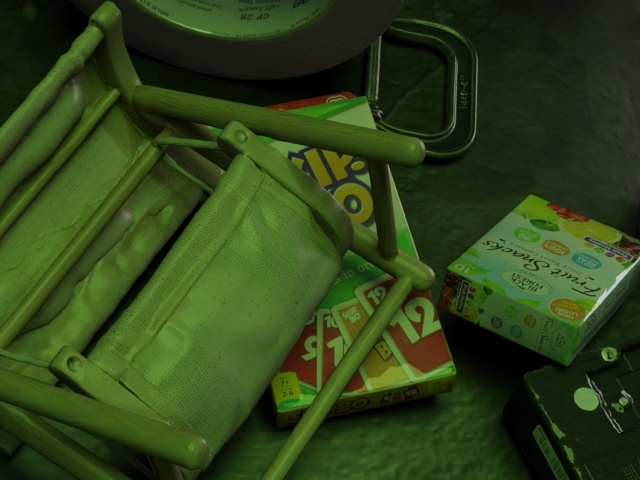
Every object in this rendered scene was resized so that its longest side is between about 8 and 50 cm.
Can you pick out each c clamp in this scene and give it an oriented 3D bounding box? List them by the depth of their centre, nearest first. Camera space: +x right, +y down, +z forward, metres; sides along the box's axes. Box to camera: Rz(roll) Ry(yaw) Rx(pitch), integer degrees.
[{"bbox_3d":[0.059,-0.131,1.231,0.137,0.022,0.161,8,54,-14],"label":"c clamp"}]

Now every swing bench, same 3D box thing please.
[{"bbox_3d":[-0.100,0.024,0.980,0.254,0.165,0.253,25,61,22],"label":"swing bench"}]

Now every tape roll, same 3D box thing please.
[{"bbox_3d":[-0.065,-0.238,1.115,0.274,0.275,0.090,14,55,-3],"label":"tape roll"}]

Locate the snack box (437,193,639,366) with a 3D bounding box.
[{"bbox_3d":[0.159,0.024,1.098,0.100,0.037,0.141,24,34,23],"label":"snack box"}]

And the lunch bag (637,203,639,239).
[{"bbox_3d":[0.269,-0.021,1.175,0.065,0.067,0.098,15,56,-2],"label":"lunch bag"}]

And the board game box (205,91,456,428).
[{"bbox_3d":[0.000,0.000,1.109,0.124,0.039,0.259,-11,57,-9],"label":"board game box"}]

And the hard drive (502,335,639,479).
[{"bbox_3d":[0.323,0.154,1.072,0.339,0.064,0.237,-16,62,-22],"label":"hard drive"}]
